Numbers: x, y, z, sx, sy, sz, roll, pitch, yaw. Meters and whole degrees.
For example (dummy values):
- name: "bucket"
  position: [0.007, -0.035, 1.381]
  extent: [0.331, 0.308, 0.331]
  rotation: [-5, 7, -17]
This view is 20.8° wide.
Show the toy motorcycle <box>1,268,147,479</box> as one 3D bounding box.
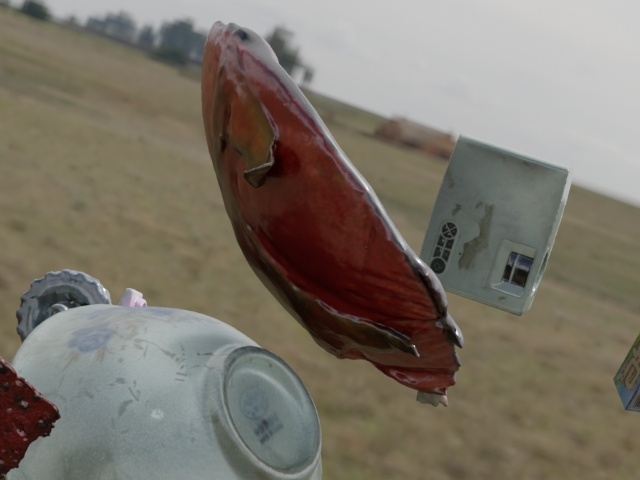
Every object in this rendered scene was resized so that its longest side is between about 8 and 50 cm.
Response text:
- name: "toy motorcycle"
  position: [-0.234, 0.197, 1.726]
  extent: [0.188, 0.327, 0.143]
  rotation: [10, -9, 10]

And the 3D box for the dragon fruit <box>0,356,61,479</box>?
- name: "dragon fruit"
  position: [-0.248, 0.101, 1.182]
  extent: [0.131, 0.097, 0.063]
  rotation: [47, 8, -24]

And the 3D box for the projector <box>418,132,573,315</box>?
- name: "projector"
  position: [0.166, -0.015, 1.652]
  extent: [0.115, 0.147, 0.061]
  rotation: [19, 6, 15]

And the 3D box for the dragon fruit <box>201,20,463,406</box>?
- name: "dragon fruit"
  position: [0.000, 0.000, 1.380]
  extent: [0.343, 0.100, 0.282]
  rotation: [61, -14, -26]

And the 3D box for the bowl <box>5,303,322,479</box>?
- name: "bowl"
  position: [-0.088, 0.162, 1.371]
  extent: [0.313, 0.146, 0.313]
  rotation: [33, 40, -32]

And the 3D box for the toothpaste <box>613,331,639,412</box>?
- name: "toothpaste"
  position: [0.359, 0.085, 1.786]
  extent: [0.044, 0.193, 0.070]
  rotation: [9, 38, -18]
